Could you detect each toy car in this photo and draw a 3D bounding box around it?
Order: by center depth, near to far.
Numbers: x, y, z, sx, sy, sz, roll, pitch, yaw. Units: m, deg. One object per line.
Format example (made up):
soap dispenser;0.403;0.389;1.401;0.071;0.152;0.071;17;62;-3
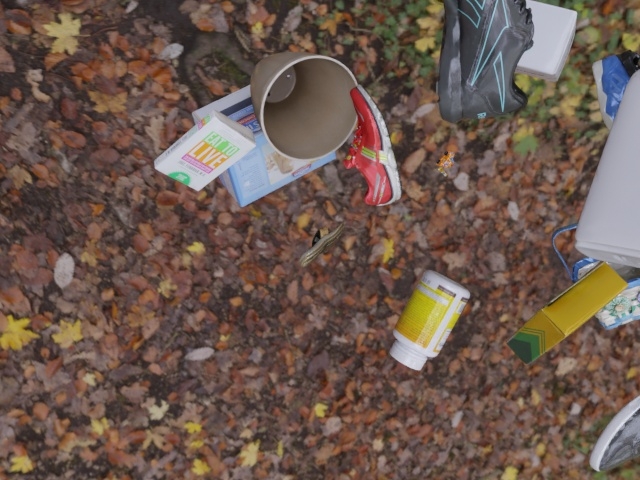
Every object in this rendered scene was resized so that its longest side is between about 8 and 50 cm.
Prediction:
toy car;0.364;-0.216;1.696;0.060;0.041;0.122;-41;163;9

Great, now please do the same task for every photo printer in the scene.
photo printer;0.505;-0.104;0.785;0.107;0.256;0.308;26;84;-41

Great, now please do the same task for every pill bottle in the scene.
pill bottle;0.244;0.184;1.372;0.117;0.117;0.215;23;97;-41

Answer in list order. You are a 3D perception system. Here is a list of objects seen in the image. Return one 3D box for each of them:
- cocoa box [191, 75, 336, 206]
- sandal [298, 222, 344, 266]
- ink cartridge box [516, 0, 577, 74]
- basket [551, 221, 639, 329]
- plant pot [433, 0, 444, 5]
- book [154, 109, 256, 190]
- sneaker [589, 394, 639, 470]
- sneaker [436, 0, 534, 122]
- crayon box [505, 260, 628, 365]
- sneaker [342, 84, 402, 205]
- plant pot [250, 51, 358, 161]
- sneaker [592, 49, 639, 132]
cocoa box;-0.160;-0.309;1.777;0.347;0.228;0.232;-29;143;-16
sandal;0.000;0.000;1.396;0.180;0.049;0.072;-37;164;-44
ink cartridge box;0.311;-0.320;0.948;0.219;0.160;0.093;-29;138;-65
basket;0.751;0.057;1.494;0.289;0.254;0.201;62;24;-10
plant pot;0.206;-0.358;0.752;0.095;0.134;0.134;-4;108;-34
book;-0.193;-0.149;0.998;0.144;0.035;0.096;-34;143;24
sneaker;0.592;0.315;0.973;0.295;0.147;0.105;-35;133;-2
sneaker;0.188;-0.264;0.672;0.101;0.106;0.268;-59;148;-50
crayon box;0.566;0.166;1.376;0.202;0.081;0.319;-33;159;-14
sneaker;0.103;-0.207;1.349;0.118;0.107;0.279;-16;105;6
plant pot;-0.073;-0.369;1.513;0.256;0.274;0.257;-13;123;-20
sneaker;0.528;-0.255;1.029;0.058;0.084;0.152;15;66;-44
